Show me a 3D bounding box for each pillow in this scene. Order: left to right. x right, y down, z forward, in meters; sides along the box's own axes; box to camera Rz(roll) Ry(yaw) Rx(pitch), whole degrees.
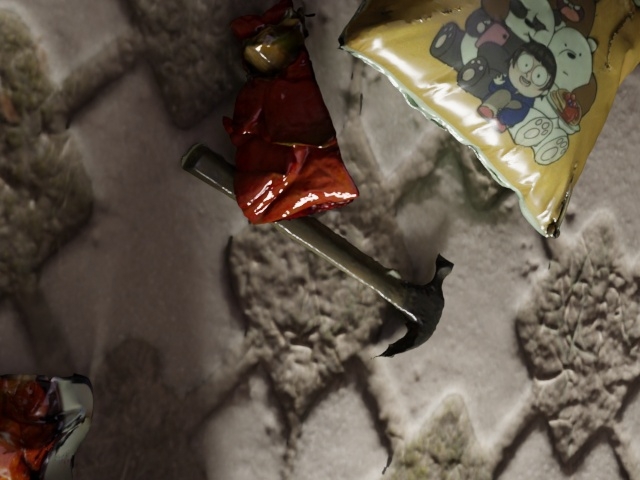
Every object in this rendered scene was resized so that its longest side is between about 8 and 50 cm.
[{"bbox_3d":[0.188,-0.211,1.353,0.310,0.119,0.312,39,68,-24],"label":"pillow"}]

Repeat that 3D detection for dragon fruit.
[{"bbox_3d":[-0.009,-0.115,1.217,0.122,0.092,0.192,2,73,-41],"label":"dragon fruit"}]

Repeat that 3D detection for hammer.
[{"bbox_3d":[0.000,0.000,1.268,0.297,0.027,0.125,36,64,-29],"label":"hammer"}]

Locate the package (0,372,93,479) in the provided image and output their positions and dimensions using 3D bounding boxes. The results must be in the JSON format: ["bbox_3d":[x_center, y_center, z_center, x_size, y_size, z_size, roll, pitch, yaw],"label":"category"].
[{"bbox_3d":[-0.268,0.167,1.066,0.232,0.040,0.166,13,81,-33],"label":"package"}]
